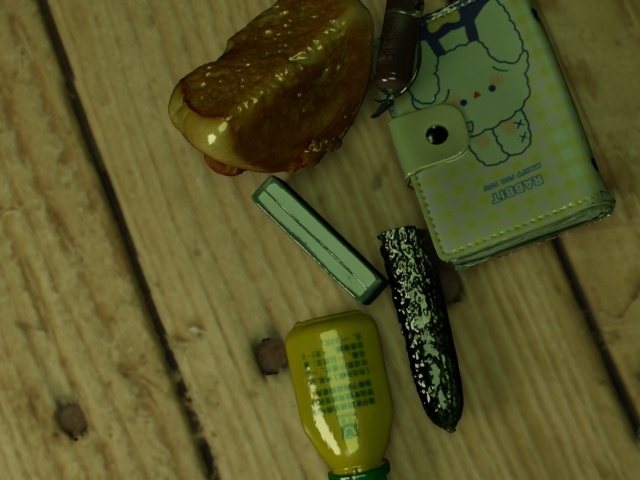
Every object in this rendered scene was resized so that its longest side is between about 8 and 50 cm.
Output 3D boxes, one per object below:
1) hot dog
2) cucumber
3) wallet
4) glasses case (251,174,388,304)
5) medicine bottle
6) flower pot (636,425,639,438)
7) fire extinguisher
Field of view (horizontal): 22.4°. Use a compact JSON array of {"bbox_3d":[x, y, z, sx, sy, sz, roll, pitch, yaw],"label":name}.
[{"bbox_3d":[-0.044,-0.172,1.893,0.257,0.153,0.150,-41,52,-12],"label":"hot dog"},{"bbox_3d":[0.123,0.104,1.891,0.067,0.067,0.245,-13,87,6],"label":"cucumber"},{"bbox_3d":[0.193,-0.138,1.890,0.223,0.077,0.309,-22,70,12],"label":"wallet"},{"bbox_3d":[0.000,0.000,1.909,0.184,0.078,0.039,44,94,9],"label":"glasses case"},{"bbox_3d":[0.038,0.237,1.881,0.111,0.076,0.309,-12,82,8],"label":"medicine bottle"},{"bbox_3d":[0.464,0.231,1.776,0.202,0.212,0.212,41,90,17],"label":"flower pot"},{"bbox_3d":[0.094,-0.223,1.887,0.045,0.078,0.157,19,73,-31],"label":"fire extinguisher"}]
